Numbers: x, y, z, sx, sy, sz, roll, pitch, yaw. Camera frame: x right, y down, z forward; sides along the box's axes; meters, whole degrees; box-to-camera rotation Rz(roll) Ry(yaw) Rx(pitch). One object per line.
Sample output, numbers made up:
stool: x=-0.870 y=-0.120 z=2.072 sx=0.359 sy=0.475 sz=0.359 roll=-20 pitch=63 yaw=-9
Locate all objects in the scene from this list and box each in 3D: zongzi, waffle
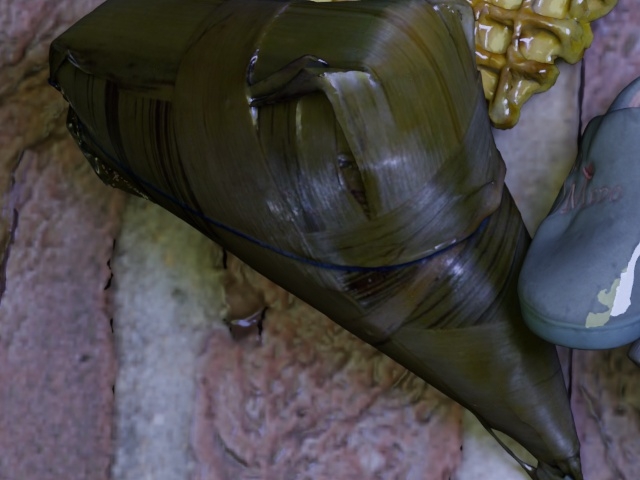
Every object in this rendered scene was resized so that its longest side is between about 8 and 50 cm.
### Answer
zongzi: x=0.000 y=0.000 z=1.020 sx=0.260 sy=0.289 sz=0.123 roll=9 pitch=42 yaw=43
waffle: x=0.070 y=-0.150 z=1.034 sx=0.191 sy=0.038 sz=0.191 roll=-2 pitch=81 yaw=15

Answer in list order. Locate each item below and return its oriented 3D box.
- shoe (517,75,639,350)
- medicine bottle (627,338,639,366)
shoe: x=0.149 y=-0.034 z=0.935 sx=0.079 sy=0.078 sz=0.195 roll=7 pitch=43 yaw=31
medicine bottle: x=0.236 y=0.013 z=0.938 sx=0.105 sy=0.105 sz=0.168 roll=32 pitch=92 yaw=15
